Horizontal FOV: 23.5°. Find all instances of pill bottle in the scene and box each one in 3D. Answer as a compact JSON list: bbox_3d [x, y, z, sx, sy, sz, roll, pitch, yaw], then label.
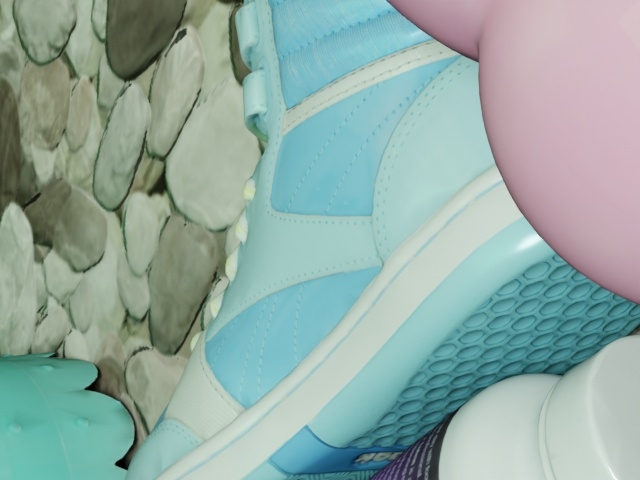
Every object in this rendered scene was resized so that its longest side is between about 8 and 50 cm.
[{"bbox_3d":[0.068,0.115,0.558,0.193,0.108,0.108,-46,53,43],"label":"pill bottle"}]

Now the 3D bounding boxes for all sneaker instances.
[{"bbox_3d":[0.000,0.000,0.651,0.319,0.127,0.208,-42,55,36],"label":"sneaker"}]

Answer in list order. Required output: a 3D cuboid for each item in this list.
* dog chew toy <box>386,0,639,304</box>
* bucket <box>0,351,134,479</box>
[{"bbox_3d":[0.124,-0.073,0.429,0.206,0.206,0.332,-43,64,44],"label":"dog chew toy"},{"bbox_3d":[-0.238,0.197,0.911,0.281,0.183,0.281,-5,84,55],"label":"bucket"}]
